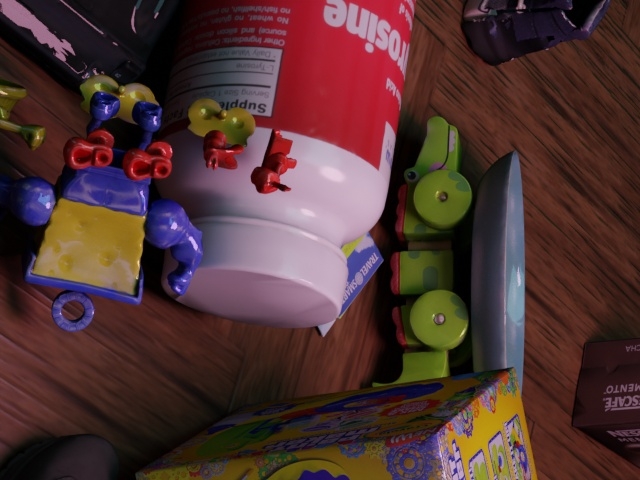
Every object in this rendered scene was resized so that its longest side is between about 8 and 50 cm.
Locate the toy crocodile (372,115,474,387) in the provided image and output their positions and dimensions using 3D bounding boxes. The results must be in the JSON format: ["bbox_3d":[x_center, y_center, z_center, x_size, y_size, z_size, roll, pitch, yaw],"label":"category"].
[{"bbox_3d":[0.120,0.030,2.146,0.115,0.105,0.341,58,34,-72],"label":"toy crocodile"}]

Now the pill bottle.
[{"bbox_3d":[-0.036,-0.134,1.877,0.229,0.229,0.408,28,64,-45],"label":"pill bottle"}]

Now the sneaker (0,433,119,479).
[{"bbox_3d":[-0.243,0.270,1.644,0.109,0.130,0.286,59,44,-23],"label":"sneaker"}]

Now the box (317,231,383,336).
[{"bbox_3d":[0.000,0.000,2.046,0.109,0.042,0.178,-51,121,-41],"label":"box"}]

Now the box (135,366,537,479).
[{"bbox_3d":[0.029,0.247,1.792,0.279,0.290,0.177,-25,104,-70],"label":"box"}]

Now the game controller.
[{"bbox_3d":[-0.254,-0.264,1.749,0.319,0.067,0.166,40,66,-40],"label":"game controller"}]

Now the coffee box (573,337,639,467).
[{"bbox_3d":[0.477,0.232,2.487,0.297,0.168,0.119,33,60,-42],"label":"coffee box"}]

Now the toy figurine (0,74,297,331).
[{"bbox_3d":[-0.218,-0.016,1.663,0.362,0.191,0.217,11,111,-15],"label":"toy figurine"}]

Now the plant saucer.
[{"bbox_3d":[0.201,0.057,2.185,0.317,0.043,0.318,-1,90,-80],"label":"plant saucer"}]

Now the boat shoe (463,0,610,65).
[{"bbox_3d":[0.307,-0.354,2.379,0.127,0.158,0.340,50,50,-34],"label":"boat shoe"}]
